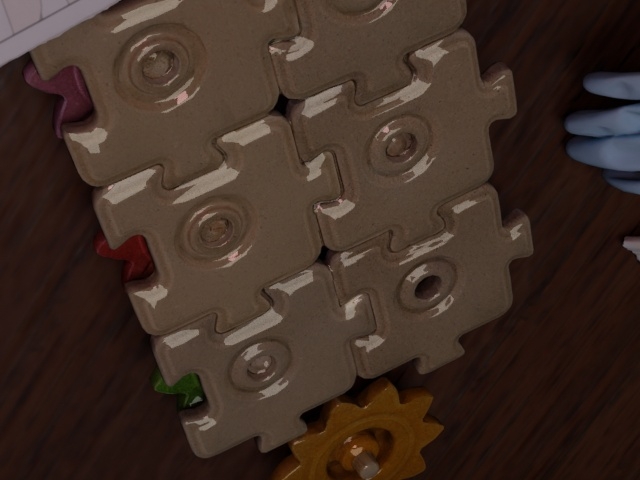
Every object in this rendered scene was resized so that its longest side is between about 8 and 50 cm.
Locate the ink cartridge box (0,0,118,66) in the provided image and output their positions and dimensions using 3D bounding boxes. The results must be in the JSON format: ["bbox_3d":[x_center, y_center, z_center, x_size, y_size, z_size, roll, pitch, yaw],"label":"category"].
[{"bbox_3d":[-0.159,-0.111,0.402,0.232,0.066,0.189,-41,125,-40],"label":"ink cartridge box"}]

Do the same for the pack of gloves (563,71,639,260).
[{"bbox_3d":[0.220,-0.001,0.633,0.195,0.232,0.046,50,51,-39],"label":"pack of gloves"}]

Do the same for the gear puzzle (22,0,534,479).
[{"bbox_3d":[0.000,0.000,0.631,0.175,0.044,0.339,-25,134,-11],"label":"gear puzzle"}]
